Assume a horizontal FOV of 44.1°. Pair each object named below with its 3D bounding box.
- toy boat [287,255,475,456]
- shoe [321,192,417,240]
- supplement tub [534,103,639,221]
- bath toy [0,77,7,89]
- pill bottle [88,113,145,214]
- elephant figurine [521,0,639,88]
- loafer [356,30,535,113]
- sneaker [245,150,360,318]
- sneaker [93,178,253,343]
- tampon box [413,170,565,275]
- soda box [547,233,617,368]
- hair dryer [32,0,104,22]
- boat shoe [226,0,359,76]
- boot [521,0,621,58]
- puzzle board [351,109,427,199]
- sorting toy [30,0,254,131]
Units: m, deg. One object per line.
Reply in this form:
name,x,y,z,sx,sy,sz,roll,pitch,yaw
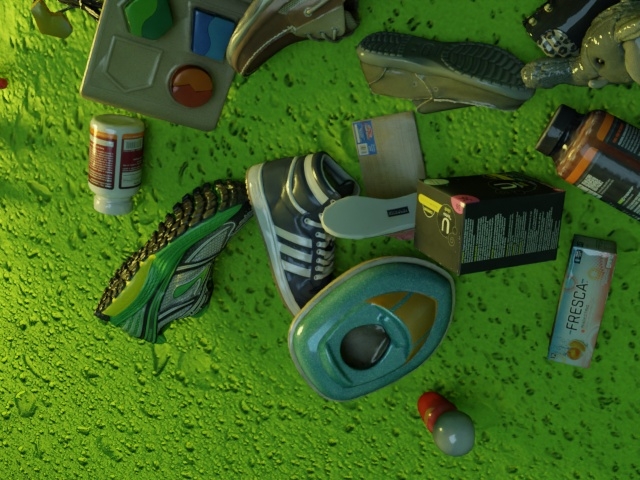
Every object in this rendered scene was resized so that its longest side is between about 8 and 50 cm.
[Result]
toy boat,0.123,0.179,1.179,0.268,0.148,0.318,-37,106,-2
shoe,0.088,-0.026,1.148,0.178,0.081,0.063,-8,71,-7
supplement tub,0.386,-0.103,1.037,0.198,0.106,0.106,31,115,6
bath toy,-0.622,-0.162,1.351,0.129,0.151,0.348,8,113,-25
pill bottle,-0.333,-0.123,1.286,0.086,0.086,0.151,15,112,13
elephant figurine,0.388,-0.229,0.915,0.240,0.169,0.185,20,101,-1
loafer,0.171,-0.222,1.089,0.251,0.094,0.087,19,138,21
sneaker,0.000,0.000,1.209,0.153,0.099,0.282,-16,100,25
sneaker,-0.216,0.035,1.297,0.146,0.134,0.343,37,115,-22
tampon box,0.225,-0.028,1.071,0.161,0.120,0.101,-7,111,-23
soda box,0.375,0.088,1.135,0.063,0.058,0.183,12,111,15
hair dryer,-0.313,-0.375,1.194,0.294,0.080,0.223,-32,95,25
boat shoe,0.001,-0.326,1.085,0.324,0.123,0.116,-38,96,27
boot,0.316,-0.336,0.986,0.179,0.085,0.236,-40,100,26
puzzle board,0.105,-0.123,1.179,0.097,0.011,0.128,-7,105,22
sorting toy,-0.264,-0.287,1.140,0.307,0.041,0.229,12,119,-24
